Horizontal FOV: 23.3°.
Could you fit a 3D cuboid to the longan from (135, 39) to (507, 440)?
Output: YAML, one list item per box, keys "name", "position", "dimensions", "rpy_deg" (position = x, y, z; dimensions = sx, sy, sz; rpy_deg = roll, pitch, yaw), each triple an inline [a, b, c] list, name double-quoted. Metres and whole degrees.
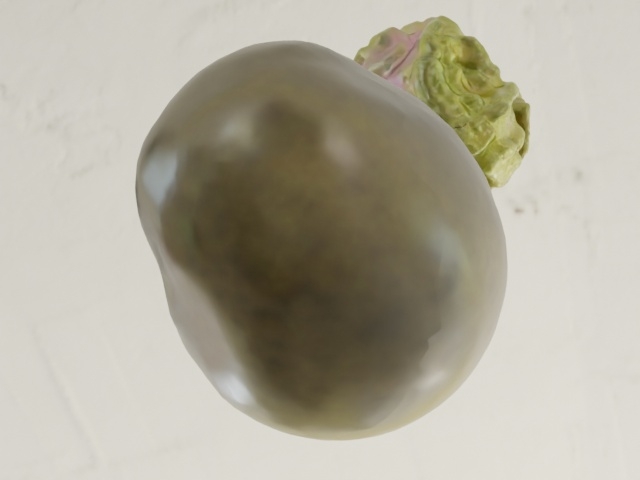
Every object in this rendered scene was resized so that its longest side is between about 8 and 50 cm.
- name: "longan"
  position: [0.000, 0.000, 0.701]
  dimensions: [0.167, 0.167, 0.187]
  rpy_deg: [-25, -55, 29]

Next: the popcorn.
- name: "popcorn"
  position: [0.082, -0.088, 1.113]
  dimensions: [0.145, 0.125, 0.126]
  rpy_deg: [32, -13, 30]
